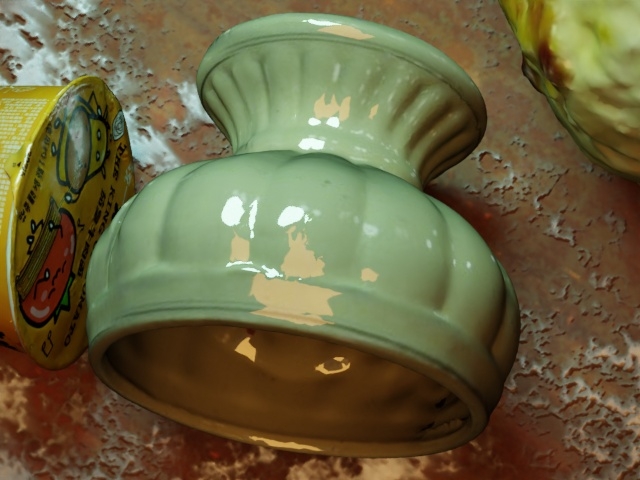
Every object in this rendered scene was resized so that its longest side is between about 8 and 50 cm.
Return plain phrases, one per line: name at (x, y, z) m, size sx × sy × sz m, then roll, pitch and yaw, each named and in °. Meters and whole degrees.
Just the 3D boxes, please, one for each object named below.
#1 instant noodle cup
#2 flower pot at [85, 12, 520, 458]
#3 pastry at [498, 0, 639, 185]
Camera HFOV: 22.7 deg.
instant noodle cup at (-0.252, -0.023, 1.177) m, size 0.172 × 0.216 × 0.216 m, roll 8°, pitch 85°, yaw 15°
flower pot at (0.000, 0.000, 1.116) m, size 0.307 × 0.307 × 0.244 m, roll 9°, pitch 68°, yaw 5°
pastry at (0.282, -0.214, 1.067) m, size 0.312 × 0.388 × 0.388 m, roll 43°, pitch 89°, yaw 10°
